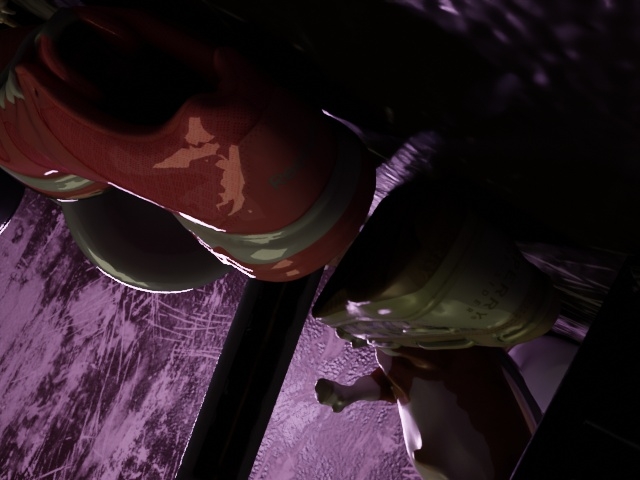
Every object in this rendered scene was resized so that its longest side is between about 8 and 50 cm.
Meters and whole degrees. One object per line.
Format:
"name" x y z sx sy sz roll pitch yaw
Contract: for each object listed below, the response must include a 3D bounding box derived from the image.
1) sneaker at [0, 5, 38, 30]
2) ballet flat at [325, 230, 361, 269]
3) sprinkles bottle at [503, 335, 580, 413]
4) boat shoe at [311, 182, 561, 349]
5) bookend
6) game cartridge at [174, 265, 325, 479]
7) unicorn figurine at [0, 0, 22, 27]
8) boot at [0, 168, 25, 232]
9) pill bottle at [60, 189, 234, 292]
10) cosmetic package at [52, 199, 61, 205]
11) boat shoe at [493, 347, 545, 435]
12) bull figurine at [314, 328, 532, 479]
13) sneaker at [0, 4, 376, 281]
"sneaker" -0.344 -0.177 0.703 0.341 0.125 0.139 27 173 -7
"ballet flat" 0.000 0.000 1.013 0.073 0.067 0.206 28 178 -2
"sprinkles bottle" 0.214 0.153 1.107 0.121 0.121 0.355 30 178 -15
"boat shoe" 0.062 0.031 0.580 0.089 0.104 0.285 32 176 -5
"bookend" 0.150 0.096 0.331 0.072 0.157 0.156 29 178 -14
"game cartridge" -0.050 0.085 0.708 0.062 0.297 0.198 20 178 2
"unicorn figurine" -0.298 -0.177 0.621 0.162 0.111 0.060 50 164 -22
"boot" -0.379 -0.121 0.819 0.229 0.263 0.091 22 167 1
"pill bottle" -0.133 -0.044 0.718 0.146 0.146 0.264 30 177 -14
"cosmetic package" -0.254 -0.101 0.994 0.225 0.138 0.224 27 177 16
"boat shoe" 0.150 0.134 0.897 0.095 0.112 0.335 8 -140 -47
"bull figurine" 0.098 0.142 0.737 0.188 0.101 0.310 3 -134 -37
"sneaker" -0.117 -0.087 0.477 0.314 0.116 0.136 19 162 33
